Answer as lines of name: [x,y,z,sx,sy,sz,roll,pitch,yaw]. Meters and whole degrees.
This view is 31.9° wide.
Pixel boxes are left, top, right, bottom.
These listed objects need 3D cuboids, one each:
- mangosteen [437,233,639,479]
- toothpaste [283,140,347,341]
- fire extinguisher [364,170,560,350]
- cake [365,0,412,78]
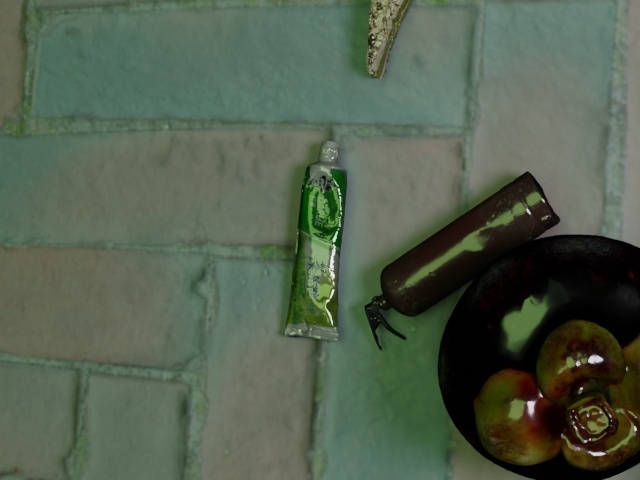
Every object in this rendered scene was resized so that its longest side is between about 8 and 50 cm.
mangosteen: [0.255,0.131,1.128,0.275,0.302,0.274,1,105,5]
toothpaste: [0.000,0.000,1.389,0.078,0.047,0.247,5,87,25]
fire extinguisher: [0.156,0.030,1.310,0.268,0.072,0.089,-35,108,15]
cake: [0.075,-0.271,1.386,0.055,0.051,0.140,21,90,23]
